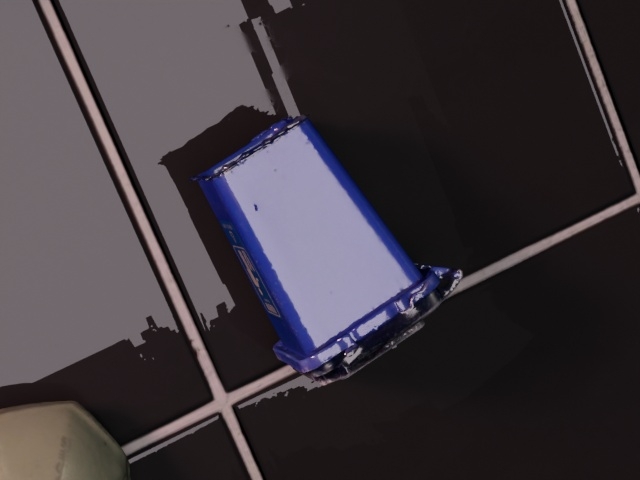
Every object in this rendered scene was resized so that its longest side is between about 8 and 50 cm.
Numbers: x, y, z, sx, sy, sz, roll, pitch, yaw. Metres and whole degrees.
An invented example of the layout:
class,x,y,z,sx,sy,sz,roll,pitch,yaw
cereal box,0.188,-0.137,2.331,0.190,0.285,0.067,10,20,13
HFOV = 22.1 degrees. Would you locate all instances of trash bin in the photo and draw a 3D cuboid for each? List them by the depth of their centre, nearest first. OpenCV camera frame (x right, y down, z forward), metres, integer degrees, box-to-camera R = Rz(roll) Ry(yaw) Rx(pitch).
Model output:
class,x,y,z,sx,sy,sz,roll,pitch,yaw
trash bin,0.000,0.000,1.582,0.184,0.162,0.234,-34,99,-11

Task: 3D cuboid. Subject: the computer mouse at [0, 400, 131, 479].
class,x,y,z,sx,sy,sz,roll,pitch,yaw
computer mouse,-0.305,0.356,1.539,0.228,0.145,0.429,20,91,-20
